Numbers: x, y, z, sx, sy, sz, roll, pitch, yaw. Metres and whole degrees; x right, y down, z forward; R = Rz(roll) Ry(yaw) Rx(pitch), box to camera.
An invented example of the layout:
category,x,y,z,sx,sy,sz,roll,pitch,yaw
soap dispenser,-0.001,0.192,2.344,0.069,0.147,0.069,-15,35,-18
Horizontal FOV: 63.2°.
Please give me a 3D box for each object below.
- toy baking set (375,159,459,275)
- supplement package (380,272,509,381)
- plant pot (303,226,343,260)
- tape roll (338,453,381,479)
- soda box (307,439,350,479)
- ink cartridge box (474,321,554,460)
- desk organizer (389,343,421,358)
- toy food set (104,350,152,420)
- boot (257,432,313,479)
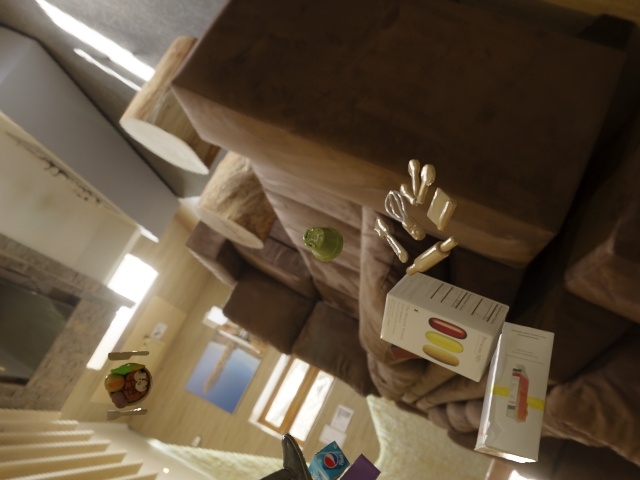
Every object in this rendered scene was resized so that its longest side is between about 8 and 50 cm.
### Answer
category,x,y,z,sx,sy,sz,roll,pitch,yaw
toy baking set,0.180,-0.036,0.978,0.030,0.196,0.256,-2,153,-21
supplement package,0.282,0.189,1.198,0.244,0.134,0.138,20,123,26
plant pot,0.000,0.000,1.189,0.083,0.083,0.079,20,176,26
tape roll,0.089,0.730,1.535,0.080,0.189,0.189,39,169,18
soda box,0.019,0.600,1.380,0.071,0.067,0.210,52,157,23
ink cartridge box,0.613,0.489,1.655,0.161,0.384,0.279,12,160,17
desk organizer,0.323,0.396,1.895,0.130,0.047,0.050,-11,114,39
toy food set,-0.548,0.415,1.489,0.133,0.191,0.039,1,177,-27
boot,-0.142,0.694,1.534,0.189,0.209,0.076,60,152,26
